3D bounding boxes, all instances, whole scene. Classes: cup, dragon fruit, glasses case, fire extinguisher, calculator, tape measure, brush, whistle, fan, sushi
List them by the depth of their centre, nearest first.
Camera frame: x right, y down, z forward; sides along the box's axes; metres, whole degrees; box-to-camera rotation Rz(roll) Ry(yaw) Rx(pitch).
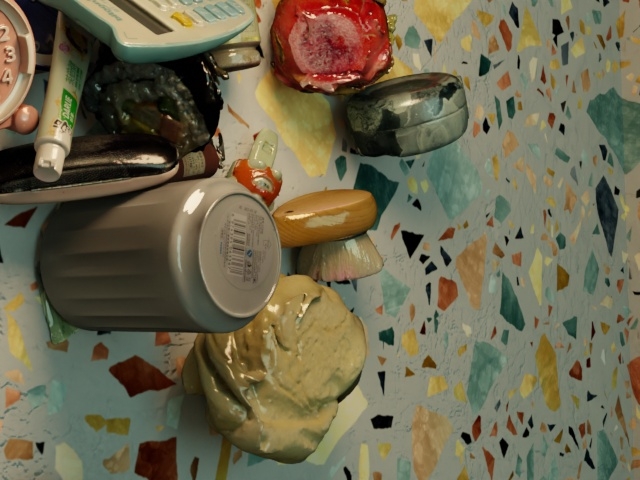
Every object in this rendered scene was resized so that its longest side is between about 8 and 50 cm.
[{"bbox_3d":[-0.373,-0.111,1.634,0.315,0.122,0.075,-9,120,-17],"label":"glasses case"},{"bbox_3d":[-0.265,-0.378,1.692,0.386,0.256,0.054,-36,159,-53],"label":"calculator"},{"bbox_3d":[-0.226,0.009,1.718,0.323,0.327,0.236,-46,122,-47],"label":"cup"},{"bbox_3d":[-0.411,0.050,1.750,0.131,0.009,0.240,8,81,-51],"label":"fan"},{"bbox_3d":[-0.261,-0.258,1.784,0.218,0.225,0.238,-73,162,-61],"label":"sushi"},{"bbox_3d":[-0.247,-0.150,1.914,0.231,0.071,0.099,-20,81,-49],"label":"fire extinguisher"},{"bbox_3d":[-0.129,-0.097,2.022,0.101,0.106,0.253,53,49,-55],"label":"whistle"},{"bbox_3d":[0.021,-0.420,2.109,0.291,0.250,0.269,-81,166,-66],"label":"dragon fruit"},{"bbox_3d":[0.000,0.000,2.121,0.267,0.174,0.166,-16,109,-44],"label":"brush"},{"bbox_3d":[0.191,-0.267,2.288,0.275,0.256,0.147,-38,119,-50],"label":"tape measure"}]

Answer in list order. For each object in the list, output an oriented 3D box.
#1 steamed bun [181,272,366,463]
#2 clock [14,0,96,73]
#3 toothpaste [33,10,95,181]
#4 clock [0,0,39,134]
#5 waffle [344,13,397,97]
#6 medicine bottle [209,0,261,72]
[{"bbox_3d":[-0.087,0.228,1.944,0.325,0.230,0.372,51,53,-35],"label":"steamed bun"},{"bbox_3d":[-0.455,-0.377,1.676,0.230,0.083,0.230,3,85,-47],"label":"clock"},{"bbox_3d":[-0.387,-0.224,1.613,0.058,0.056,0.314,104,-10,-57],"label":"toothpaste"},{"bbox_3d":[-0.518,-0.263,1.499,0.227,0.142,0.241,-23,127,-49],"label":"clock"},{"bbox_3d":[0.104,-0.392,2.271,0.036,0.169,0.183,28,59,-23],"label":"waffle"},{"bbox_3d":[-0.200,-0.465,1.925,0.151,0.151,0.322,-16,99,-49],"label":"medicine bottle"}]
